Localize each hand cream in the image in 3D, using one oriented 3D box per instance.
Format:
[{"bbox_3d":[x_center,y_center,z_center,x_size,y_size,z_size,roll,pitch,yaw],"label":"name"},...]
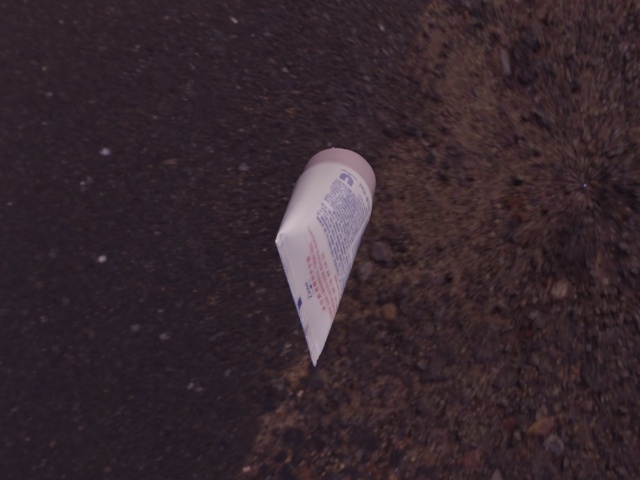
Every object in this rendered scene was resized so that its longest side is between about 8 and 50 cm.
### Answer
[{"bbox_3d":[0.000,0.000,0.940,0.083,0.248,0.133,-9,116,17],"label":"hand cream"}]
